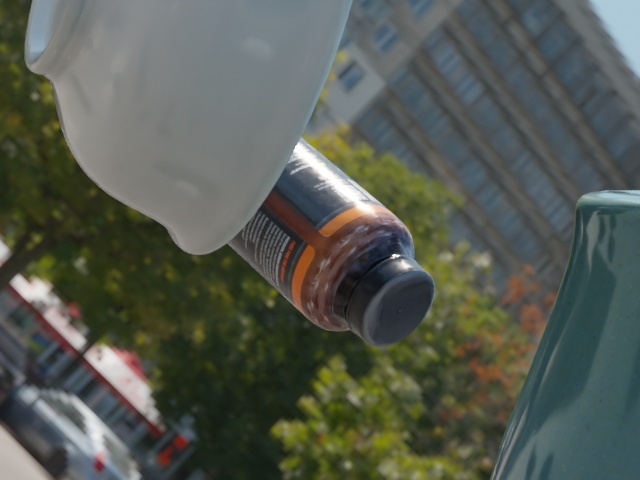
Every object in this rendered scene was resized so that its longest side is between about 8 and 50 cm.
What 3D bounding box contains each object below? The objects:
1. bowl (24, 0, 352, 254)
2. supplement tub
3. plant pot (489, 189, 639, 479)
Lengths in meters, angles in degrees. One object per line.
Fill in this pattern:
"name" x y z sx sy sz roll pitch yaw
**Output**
"bowl" -0.093 -0.149 1.005 0.134 0.297 0.298 16 0 -20
"supplement tub" 0.000 0.000 1.285 0.198 0.106 0.106 42 -9 38
"plant pot" 0.185 0.108 0.655 0.272 0.255 0.271 1 4 0
